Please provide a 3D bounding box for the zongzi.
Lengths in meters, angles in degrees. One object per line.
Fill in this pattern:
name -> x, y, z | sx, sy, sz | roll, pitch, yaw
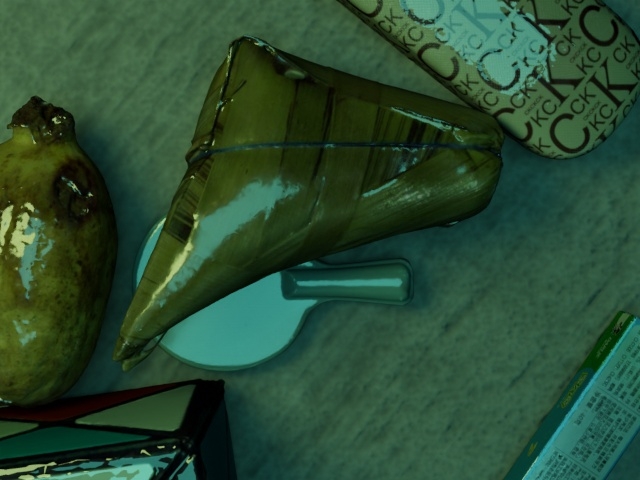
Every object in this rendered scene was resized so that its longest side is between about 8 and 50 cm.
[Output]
zongzi -> 0.000, 0.000, 0.982 | 0.260, 0.123, 0.289 | 17, 74, -4

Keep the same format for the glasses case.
glasses case -> 0.115, -0.209, 1.019 | 0.354, 0.085, 0.137 | 37, 93, -5

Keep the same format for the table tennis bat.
table tennis bat -> -0.041, 0.036, 1.052 | 0.244, 0.040, 0.153 | -1, 89, 0

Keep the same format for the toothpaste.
toothpaste -> 0.219, 0.190, 1.066 | 0.065, 0.050, 0.267 | 34, 92, -3

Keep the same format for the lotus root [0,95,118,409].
lotus root -> -0.242, 0.011, 0.997 | 0.145, 0.128, 0.260 | 9, 92, 7

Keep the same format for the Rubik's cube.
Rubik's cube -> -0.187, 0.262, 0.955 | 0.250, 0.248, 0.246 | -8, 95, -1
